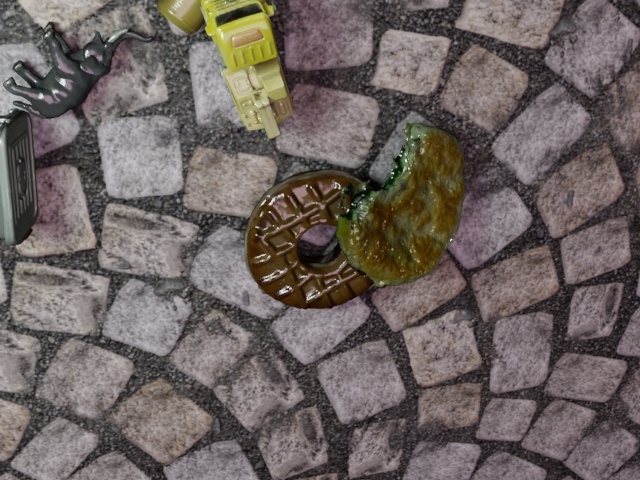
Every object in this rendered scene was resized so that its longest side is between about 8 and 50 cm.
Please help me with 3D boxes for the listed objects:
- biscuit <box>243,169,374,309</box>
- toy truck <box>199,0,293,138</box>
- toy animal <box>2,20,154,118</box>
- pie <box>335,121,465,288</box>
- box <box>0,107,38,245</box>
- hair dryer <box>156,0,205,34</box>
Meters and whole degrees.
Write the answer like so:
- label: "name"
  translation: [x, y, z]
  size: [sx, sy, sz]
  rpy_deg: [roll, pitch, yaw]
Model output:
- label: "biscuit"
  translation: [0.000, 0.000, 1.572]
  size: [0.332, 0.103, 0.332]
  rpy_deg: [-5, 116, -10]
- label: "toy truck"
  translation: [-0.120, -0.311, 1.327]
  size: [0.124, 0.157, 0.272]
  rpy_deg: [-20, 144, -5]
- label: "toy animal"
  translation: [-0.445, -0.326, 1.322]
  size: [0.269, 0.082, 0.137]
  rpy_deg: [-40, 120, 3]
- label: "pie"
  translation: [0.184, -0.065, 1.523]
  size: [0.371, 0.078, 0.296]
  rpy_deg: [-46, 124, -24]
- label: "box"
  translation: [-0.610, -0.118, 1.343]
  size: [0.135, 0.163, 0.243]
  rpy_deg: [3, 115, -5]
- label: "hair dryer"
  translation: [-0.278, -0.472, 1.241]
  size: [0.135, 0.090, 0.279]
  rpy_deg: [-48, 142, 12]
